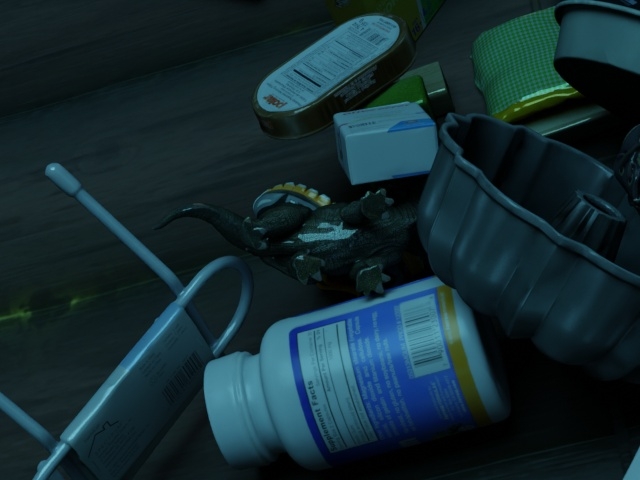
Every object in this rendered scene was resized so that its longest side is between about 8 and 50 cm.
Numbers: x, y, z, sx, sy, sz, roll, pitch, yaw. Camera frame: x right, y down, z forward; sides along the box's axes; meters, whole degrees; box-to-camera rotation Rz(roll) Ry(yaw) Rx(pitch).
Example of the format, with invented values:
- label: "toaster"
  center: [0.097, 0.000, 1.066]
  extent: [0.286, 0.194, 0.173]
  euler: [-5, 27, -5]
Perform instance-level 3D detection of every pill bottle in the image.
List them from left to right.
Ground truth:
- label: "pill bottle"
  center: [0.034, 0.134, 1.608]
  extent: [0.272, 0.152, 0.152]
  euler: [-17, 48, 12]

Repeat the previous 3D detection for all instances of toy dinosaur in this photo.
- label: "toy dinosaur"
  center: [0.000, 0.000, 1.644]
  extent: [0.314, 0.160, 0.121]
  euler: [-12, 90, 2]

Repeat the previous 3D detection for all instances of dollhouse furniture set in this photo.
- label: "dollhouse furniture set"
  center: [0.169, -0.187, 1.806]
  extent: [0.302, 0.151, 0.197]
  euler: [-19, 48, 9]

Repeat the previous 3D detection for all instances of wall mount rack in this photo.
- label: "wall mount rack"
  center: [-0.229, 0.110, 1.640]
  extent: [0.130, 0.304, 0.350]
  euler: [24, 66, 33]

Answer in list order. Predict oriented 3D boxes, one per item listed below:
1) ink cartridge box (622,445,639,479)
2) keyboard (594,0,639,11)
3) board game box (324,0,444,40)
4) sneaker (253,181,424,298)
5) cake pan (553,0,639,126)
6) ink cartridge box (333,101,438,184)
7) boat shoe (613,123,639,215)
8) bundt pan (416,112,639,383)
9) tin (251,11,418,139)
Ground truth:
- label: "ink cartridge box"
  center: [0.364, 0.309, 1.334]
  extent: [0.306, 0.131, 0.226]
  euler: [17, 62, 32]
- label: "keyboard"
  center: [0.347, -0.272, 1.872]
  extent: [0.108, 0.023, 0.180]
  euler: [-28, 48, -27]
- label: "board game box"
  center: [0.072, -0.386, 1.899]
  extent: [0.064, 0.316, 0.242]
  euler: [19, 63, 34]
- label: "sneaker"
  center: [0.004, 0.007, 1.773]
  extent: [0.215, 0.084, 0.083]
  euler: [25, 71, 36]
- label: "cake pan"
  center: [0.349, -0.143, 1.617]
  extent: [0.293, 0.293, 0.054]
  euler: [25, 87, 37]
- label: "ink cartridge box"
  center: [0.063, -0.097, 1.642]
  extent: [0.089, 0.052, 0.122]
  euler: [-9, 16, -3]
- label: "boat shoe"
  center: [0.309, -0.064, 1.500]
  extent: [0.092, 0.285, 0.103]
  euler: [42, 107, 8]
- label: "bundt pan"
  center: [0.229, 0.018, 1.538]
  extent: [0.331, 0.331, 0.124]
  euler: [46, 116, 42]
- label: "tin"
  center: [0.013, -0.174, 1.744]
  extent: [0.190, 0.040, 0.106]
  euler: [-36, 34, -13]
